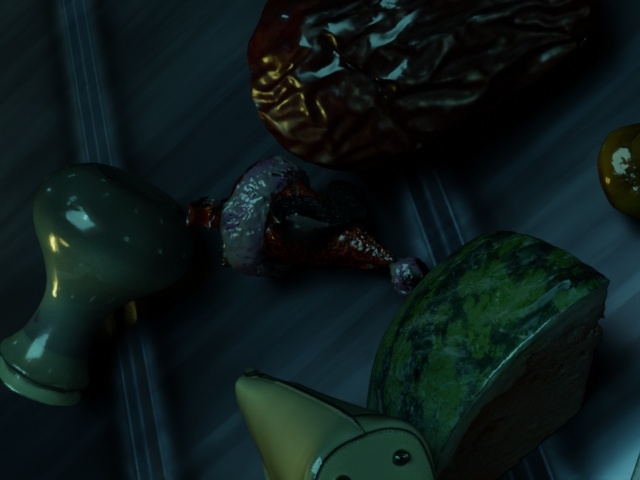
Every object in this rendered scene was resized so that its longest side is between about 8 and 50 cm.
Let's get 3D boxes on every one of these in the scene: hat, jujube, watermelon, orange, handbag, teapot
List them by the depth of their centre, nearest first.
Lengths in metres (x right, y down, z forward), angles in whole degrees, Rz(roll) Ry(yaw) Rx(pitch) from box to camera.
[{"bbox_3d":[-0.010,0.228,0.886,0.315,0.109,0.241,-6,99,64],"label":"handbag"},{"bbox_3d":[0.120,0.124,0.906,0.260,0.256,0.176,-42,96,0],"label":"watermelon"},{"bbox_3d":[0.273,-0.057,0.937,0.062,0.086,0.086,-26,53,49],"label":"orange"},{"bbox_3d":[0.100,-0.201,1.049,0.342,0.216,0.216,-22,58,16],"label":"jujube"},{"bbox_3d":[0.000,-0.003,1.065,0.227,0.140,0.129,21,91,25],"label":"hat"},{"bbox_3d":[-0.254,0.049,1.177,0.183,0.183,0.251,35,102,39],"label":"teapot"}]

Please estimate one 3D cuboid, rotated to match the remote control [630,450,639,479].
[{"bbox_3d":[0.279,0.203,0.842,0.077,0.022,0.245,14,76,38],"label":"remote control"}]
